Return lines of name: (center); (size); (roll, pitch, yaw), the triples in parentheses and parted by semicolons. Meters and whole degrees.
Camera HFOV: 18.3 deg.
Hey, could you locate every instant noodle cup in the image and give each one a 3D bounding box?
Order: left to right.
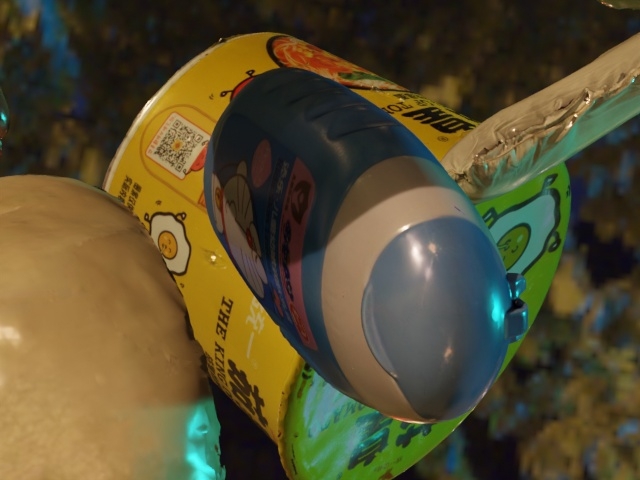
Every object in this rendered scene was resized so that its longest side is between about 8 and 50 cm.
instant noodle cup: (0.000, 0.000, 1.552); (0.254, 0.325, 0.325); (36, -2, 30)

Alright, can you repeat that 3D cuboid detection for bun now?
bun: (-0.175, 0.135, 1.049); (0.211, 0.359, 0.360); (-10, -12, -15)

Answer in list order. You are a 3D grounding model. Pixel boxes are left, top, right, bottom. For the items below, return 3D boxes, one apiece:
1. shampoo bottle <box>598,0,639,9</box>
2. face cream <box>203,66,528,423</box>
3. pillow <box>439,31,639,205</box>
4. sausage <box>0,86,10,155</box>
shampoo bottle: (0.345, -0.237, 1.481); (0.349, 0.151, 0.222); (8, 22, 29)
face cream: (0.019, 0.006, 0.947); (0.083, 0.149, 0.264); (-12, 20, -16)
pillow: (0.170, -0.087, 1.314); (0.229, 0.051, 0.128); (-30, 1, -10)
sausage: (-0.226, -0.155, 1.031); (0.034, 0.253, 0.034); (-28, 5, 3)
